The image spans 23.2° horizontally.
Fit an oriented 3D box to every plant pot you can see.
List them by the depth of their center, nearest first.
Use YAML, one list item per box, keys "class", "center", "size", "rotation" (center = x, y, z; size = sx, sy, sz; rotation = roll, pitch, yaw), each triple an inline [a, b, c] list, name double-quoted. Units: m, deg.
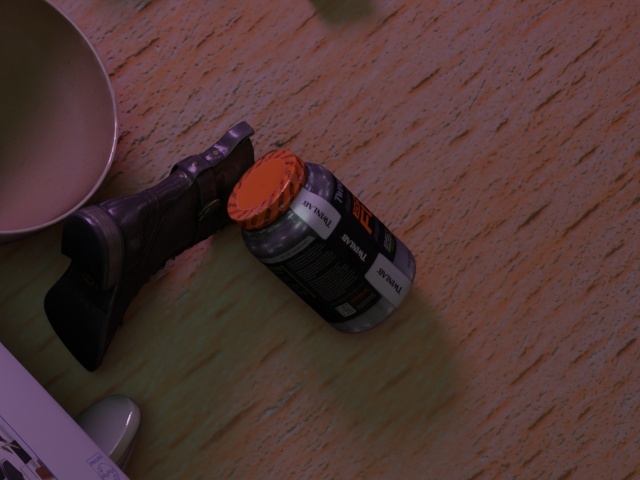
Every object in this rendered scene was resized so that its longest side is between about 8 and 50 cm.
- class: "plant pot"
  center: [-0.373, -0.108, 1.591]
  size: [0.284, 0.191, 0.284]
  rotation: [12, 64, -28]

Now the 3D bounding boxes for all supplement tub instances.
- class: "supplement tub"
  center: [0.000, 0.000, 1.603]
  size: [0.117, 0.117, 0.190]
  rotation: [-50, 120, -6]

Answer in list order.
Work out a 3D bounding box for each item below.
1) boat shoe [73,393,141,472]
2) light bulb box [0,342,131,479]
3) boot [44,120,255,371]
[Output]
- class: "boat shoe"
  center: [-0.250, 0.265, 1.628]
  size: [0.079, 0.081, 0.227]
  rotation: [33, 87, 45]
- class: "light bulb box"
  center: [-0.445, 0.245, 1.481]
  size: [0.361, 0.225, 0.358]
  rotation: [46, 115, 4]
- class: "boot"
  center: [-0.164, 0.010, 1.627]
  size: [0.229, 0.263, 0.091]
  rotation: [-31, 67, -36]
